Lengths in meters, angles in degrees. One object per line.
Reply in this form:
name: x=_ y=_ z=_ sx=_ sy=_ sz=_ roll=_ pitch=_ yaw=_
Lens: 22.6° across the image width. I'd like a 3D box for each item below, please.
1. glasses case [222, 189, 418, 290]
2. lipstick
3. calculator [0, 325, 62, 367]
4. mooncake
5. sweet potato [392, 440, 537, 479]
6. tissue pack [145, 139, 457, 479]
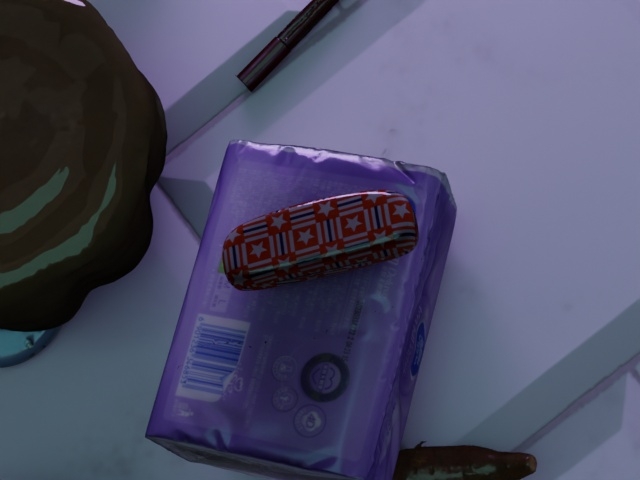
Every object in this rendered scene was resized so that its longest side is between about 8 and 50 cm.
glasses case: x=0.000 y=0.000 z=1.565 sx=0.194 sy=0.049 sz=0.073 roll=-13 pitch=61 yaw=10
lipstick: x=-0.024 y=-0.238 z=1.797 sx=0.176 sy=0.027 sz=0.027 roll=-45 pitch=75 yaw=1
calculator: x=-0.405 y=0.007 z=1.834 sx=0.188 sy=0.042 sz=0.302 roll=-39 pitch=79 yaw=5
mooncake: x=-0.348 y=-0.084 z=1.725 sx=0.378 sy=0.201 sz=0.378 roll=-1 pitch=74 yaw=2
sweet potato: x=0.074 y=0.253 z=1.681 sx=0.314 sy=0.066 sz=0.072 roll=-11 pitch=73 yaw=13
tissue pack: x=-0.011 y=0.078 z=1.656 sx=0.242 sy=0.160 sz=0.338 roll=11 pitch=74 yaw=18
